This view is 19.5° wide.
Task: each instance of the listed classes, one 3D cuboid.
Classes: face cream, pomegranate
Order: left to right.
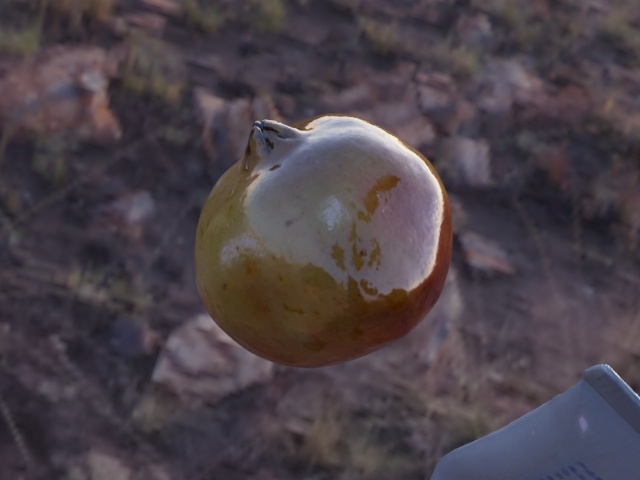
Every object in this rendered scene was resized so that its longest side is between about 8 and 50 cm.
[{"bbox_3d":[0.005,0.004,1.473,0.209,0.209,0.209,13,33,-9],"label":"pomegranate"},{"bbox_3d":[0.163,0.210,1.150,0.137,0.420,0.235,-38,87,-22],"label":"face cream"}]
